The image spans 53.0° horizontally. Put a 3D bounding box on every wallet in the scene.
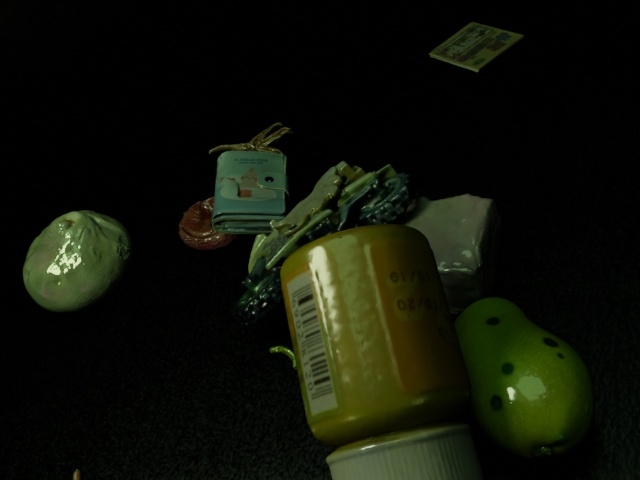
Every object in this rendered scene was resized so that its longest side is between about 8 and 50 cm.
[{"bbox_3d":[-0.160,-0.116,1.496,0.176,0.075,0.250,0,42,-4],"label":"wallet"}]

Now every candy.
[{"bbox_3d":[0.214,0.026,1.127,0.184,0.137,0.195,2,50,31],"label":"candy"}]

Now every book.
[{"bbox_3d":[0.407,-0.513,1.690,0.168,0.013,0.192,-38,41,-13],"label":"book"}]

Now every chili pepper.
[{"bbox_3d":[-0.063,0.212,1.176,0.083,0.017,0.030,17,65,42],"label":"chili pepper"}]

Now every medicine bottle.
[{"bbox_3d":[0.085,0.190,0.861,0.224,0.224,0.384,-17,69,12],"label":"medicine bottle"}]

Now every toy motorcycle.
[{"bbox_3d":[0.000,0.000,1.215,0.410,0.169,0.237,-37,20,7],"label":"toy motorcycle"}]

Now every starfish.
[{"bbox_3d":[-0.176,-0.249,1.703,0.238,0.057,0.213,-6,36,18],"label":"starfish"}]

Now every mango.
[{"bbox_3d":[0.276,0.185,0.925,0.175,0.143,0.293,-23,31,3],"label":"mango"}]

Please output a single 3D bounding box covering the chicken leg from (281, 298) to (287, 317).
[{"bbox_3d":[-0.063,0.127,1.263,0.036,0.021,0.083,-33,32,6],"label":"chicken leg"}]

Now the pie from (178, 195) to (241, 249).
[{"bbox_3d":[-0.250,-0.045,1.526,0.182,0.049,0.182,-12,41,10],"label":"pie"}]

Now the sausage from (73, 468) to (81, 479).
[{"bbox_3d":[-0.429,0.446,1.130,0.015,0.015,0.100,-28,40,0],"label":"sausage"}]

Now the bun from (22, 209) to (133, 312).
[{"bbox_3d":[-0.602,0.030,1.544,0.283,0.179,0.283,-16,43,16],"label":"bun"}]
